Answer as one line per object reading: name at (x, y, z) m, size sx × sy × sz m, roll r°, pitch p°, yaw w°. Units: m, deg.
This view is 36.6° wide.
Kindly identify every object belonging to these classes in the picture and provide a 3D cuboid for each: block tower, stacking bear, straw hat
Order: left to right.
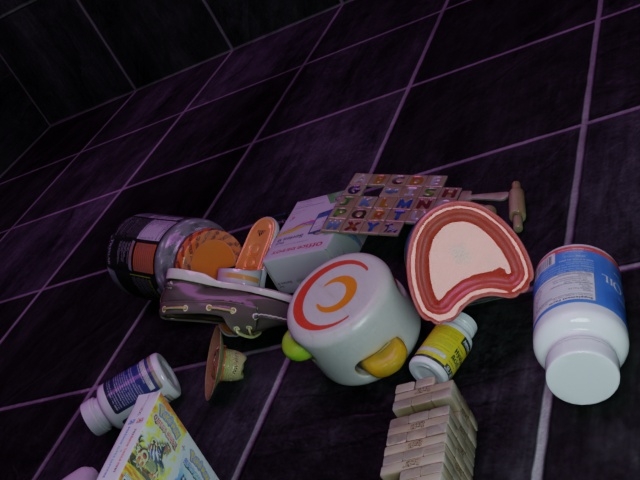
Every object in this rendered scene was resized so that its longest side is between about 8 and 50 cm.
straw hat at (-0.163, 0.222, 1.723) m, size 0.061 × 0.144 × 0.144 m, roll 8°, pitch 22°, yaw -13°
block tower at (0.130, 0.313, 1.205) m, size 0.091 × 0.097 × 0.335 m, roll -20°, pitch 28°, yaw 24°
stacking bear at (0.209, 0.029, 1.509) m, size 0.175 × 0.164 × 0.289 m, roll -21°, pitch -4°, yaw 2°

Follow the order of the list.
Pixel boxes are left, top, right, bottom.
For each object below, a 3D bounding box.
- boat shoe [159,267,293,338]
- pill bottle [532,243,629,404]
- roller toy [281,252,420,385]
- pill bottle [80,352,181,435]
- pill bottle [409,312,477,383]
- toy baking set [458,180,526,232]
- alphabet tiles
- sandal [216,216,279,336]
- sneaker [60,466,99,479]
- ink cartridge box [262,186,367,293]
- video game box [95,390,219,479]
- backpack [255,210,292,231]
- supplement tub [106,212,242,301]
boat shoe at (-0.150, 0.129, 1.784) m, size 0.324 × 0.116 × 0.096 m, roll 11°, pitch 78°, yaw 20°
pill bottle at (0.348, 0.113, 1.297) m, size 0.124 × 0.124 × 0.221 m, roll -19°, pitch 29°, yaw 24°
roller toy at (0.059, 0.130, 1.556) m, size 0.209 × 0.146 × 0.191 m, roll -6°, pitch 45°, yaw 38°
pill bottle at (-0.350, 0.287, 1.776) m, size 0.169 × 0.094 × 0.094 m, roll -31°, pitch 25°, yaw 0°
pill bottle at (0.187, 0.162, 1.450) m, size 0.065 × 0.065 × 0.116 m, roll -2°, pitch 38°, yaw 46°
toy baking set at (0.284, -0.047, 1.769) m, size 0.197 × 0.030 × 0.256 m, roll -18°, pitch 28°, yaw 25°
alphabet tiles at (0.142, -0.070, 1.852) m, size 0.237 × 0.009 × 0.198 m, roll 3°, pitch 38°, yaw 25°
sandal at (-0.159, 0.060, 1.911) m, size 0.102 × 0.076 × 0.265 m, roll -4°, pitch 61°, yaw 37°
sneaker at (-0.465, 0.454, 1.598) m, size 0.090 × 0.094 × 0.235 m, roll 0°, pitch 37°, yaw 50°
ink cartridge box at (0.000, 0.000, 1.922) m, size 0.154 × 0.093 × 0.212 m, roll -12°, pitch 32°, yaw 32°
video game box at (-0.228, 0.355, 1.392) m, size 0.048 × 0.205 × 0.187 m, roll -16°, pitch 29°, yaw 21°
backpack at (-0.098, 0.009, 2.019) m, size 0.105 × 0.084 × 0.114 m, roll -10°, pitch 36°, yaw 36°
supplement tub at (-0.307, 0.043, 2.061) m, size 0.193 × 0.193 × 0.316 m, roll -44°, pitch 29°, yaw -26°
